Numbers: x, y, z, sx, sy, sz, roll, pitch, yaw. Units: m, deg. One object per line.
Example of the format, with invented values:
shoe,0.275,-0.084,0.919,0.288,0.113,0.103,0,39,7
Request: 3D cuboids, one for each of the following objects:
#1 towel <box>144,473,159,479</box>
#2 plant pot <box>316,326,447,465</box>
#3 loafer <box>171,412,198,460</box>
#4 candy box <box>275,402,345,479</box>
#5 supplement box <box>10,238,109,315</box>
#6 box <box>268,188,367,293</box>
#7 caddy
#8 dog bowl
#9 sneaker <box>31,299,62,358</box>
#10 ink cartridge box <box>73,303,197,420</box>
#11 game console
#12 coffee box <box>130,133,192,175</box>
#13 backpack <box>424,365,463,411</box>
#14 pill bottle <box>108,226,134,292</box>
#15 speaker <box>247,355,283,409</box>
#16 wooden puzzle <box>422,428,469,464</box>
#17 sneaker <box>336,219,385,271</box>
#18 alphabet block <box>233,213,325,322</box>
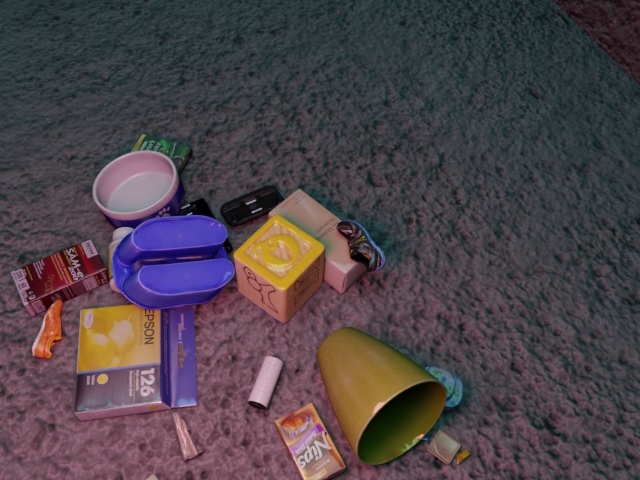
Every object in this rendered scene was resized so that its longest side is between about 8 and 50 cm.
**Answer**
towel,-0.388,0.743,1.471,0.248,0.038,0.325,-37,63,-26
plant pot,0.122,0.363,1.639,0.274,0.275,0.293,-27,46,-19
loafer,-0.348,0.498,1.639,0.039,0.045,0.125,-8,62,-29
candy box,-0.027,0.522,1.628,0.109,0.053,0.187,-23,61,-18
supplement box,-0.751,0.105,1.864,0.239,0.073,0.130,-26,60,-20
box,0.000,0.000,1.942,0.311,0.121,0.148,37,60,20
caddy,-0.407,0.062,1.809,0.341,0.179,0.241,-5,74,-31
dog bowl,-0.563,-0.153,2.005,0.264,0.104,0.265,-4,53,6
sneaker,-0.745,0.248,1.785,0.067,0.064,0.175,17,59,-16
ink cartridge box,-0.497,0.314,1.738,0.307,0.072,0.304,-7,56,-5
game console,-0.280,-0.068,2.024,0.361,0.044,0.213,-24,61,-16
coffee box,-0.538,-0.287,2.160,0.184,0.040,0.113,17,57,9
backpack,0.320,0.397,1.711,0.114,0.084,0.105,19,59,7
pill bottle,-0.570,0.056,1.888,0.103,0.103,0.184,-9,56,-9
speaker,-0.146,0.381,1.716,0.055,0.055,0.136,15,56,8
wooden puzzle,0.320,0.535,1.660,0.116,0.014,0.078,40,58,22
sneaker,0.106,0.014,1.823,0.078,0.067,0.188,-27,64,-28
alphabet block,-0.115,0.082,1.835,0.192,0.197,0.193,33,60,18
